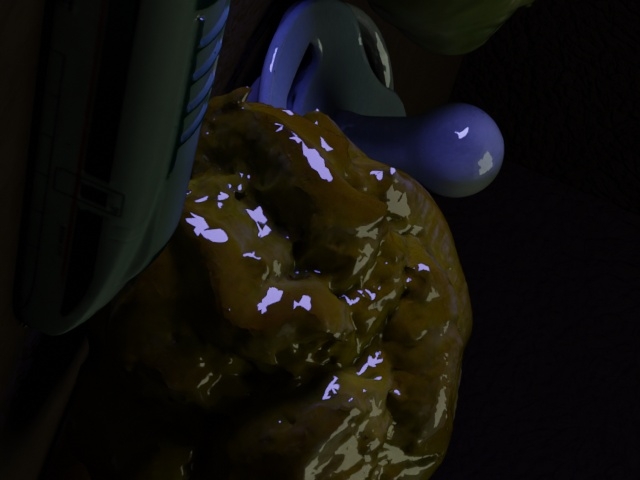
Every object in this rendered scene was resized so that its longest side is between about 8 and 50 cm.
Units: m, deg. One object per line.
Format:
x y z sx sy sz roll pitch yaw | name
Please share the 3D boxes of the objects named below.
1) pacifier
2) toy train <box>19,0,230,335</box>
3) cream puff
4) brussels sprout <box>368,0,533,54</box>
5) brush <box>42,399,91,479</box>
0.062 -0.096 1.711 0.244 0.233 0.299 -65 146 -26 | pacifier
-0.116 -0.066 1.114 0.407 0.088 0.086 108 7 -49 | toy train
-0.052 0.052 1.345 0.324 0.291 0.257 -45 145 -16 | cream puff
0.126 -0.322 1.602 0.328 0.247 0.328 -54 -176 5 | brussels sprout
-0.116 0.146 1.580 0.266 0.166 0.174 -63 173 -16 | brush
